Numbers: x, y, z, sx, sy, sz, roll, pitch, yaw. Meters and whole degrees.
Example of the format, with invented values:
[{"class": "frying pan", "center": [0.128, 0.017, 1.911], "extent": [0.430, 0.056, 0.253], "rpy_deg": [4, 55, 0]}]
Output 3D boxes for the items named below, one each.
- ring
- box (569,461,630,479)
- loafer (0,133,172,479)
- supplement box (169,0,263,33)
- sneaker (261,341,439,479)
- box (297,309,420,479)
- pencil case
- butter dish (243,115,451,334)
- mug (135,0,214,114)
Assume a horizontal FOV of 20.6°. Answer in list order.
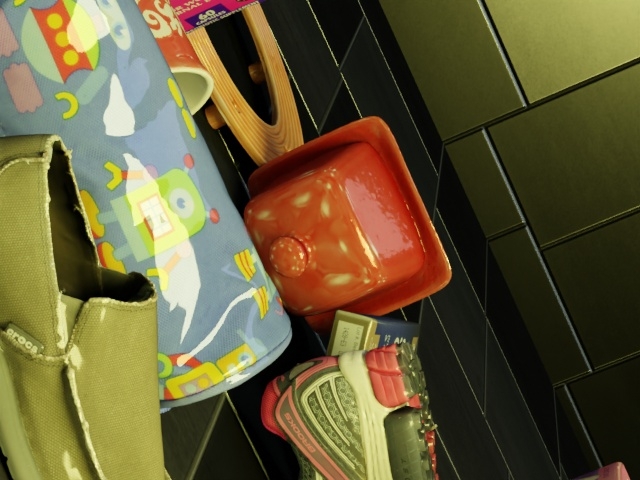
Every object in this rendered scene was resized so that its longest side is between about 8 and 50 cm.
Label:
[{"class": "ring", "center": [-0.098, -0.201, 1.606], "extent": [0.337, 0.032, 0.337], "rpy_deg": [60, 14, -26]}, {"class": "box", "center": [0.098, 0.256, 1.104], "extent": [0.117, 0.243, 0.213], "rpy_deg": [66, 13, -3]}, {"class": "loafer", "center": [-0.121, 0.057, 0.883], "extent": [0.094, 0.087, 0.251], "rpy_deg": [-64, 130, -74]}, {"class": "supplement box", "center": [-0.132, -0.240, 1.327], "extent": [0.220, 0.111, 0.114], "rpy_deg": [30, 39, -70]}, {"class": "sneaker", "center": [0.040, 0.213, 1.282], "extent": [0.121, 0.112, 0.299], "rpy_deg": [-78, 157, -69]}, {"class": "box", "center": [0.039, 0.128, 1.426], "extent": [0.225, 0.036, 0.136], "rpy_deg": [14, 88, -76]}, {"class": "pencil case", "center": [-0.129, -0.047, 0.964], "extent": [0.133, 0.119, 0.306], "rpy_deg": [-37, 110, -34]}, {"class": "butter dish", "center": [0.000, 0.000, 1.454], "extent": [0.118, 0.160, 0.160], "rpy_deg": [-25, 92, -55]}, {"class": "mug", "center": [-0.161, -0.141, 1.110], "extent": [0.113, 0.150, 0.169], "rpy_deg": [-12, 72, -41]}]
